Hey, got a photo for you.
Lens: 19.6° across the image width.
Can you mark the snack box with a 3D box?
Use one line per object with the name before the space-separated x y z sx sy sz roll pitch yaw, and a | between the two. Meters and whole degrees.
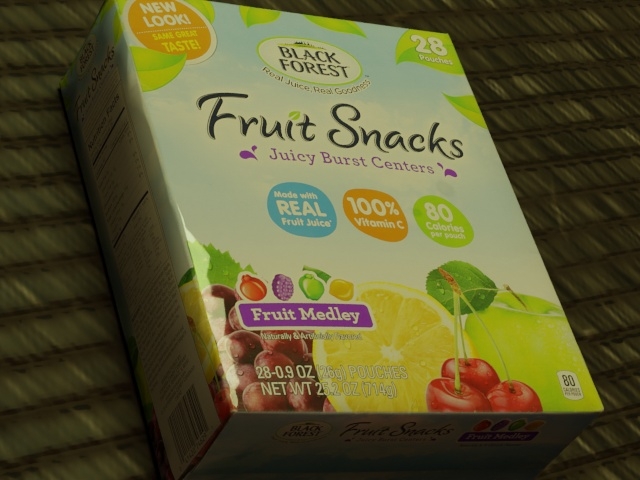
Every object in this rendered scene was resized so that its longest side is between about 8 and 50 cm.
snack box | 0.000 0.000 0.770 0.174 0.070 0.207 3 51 -32
